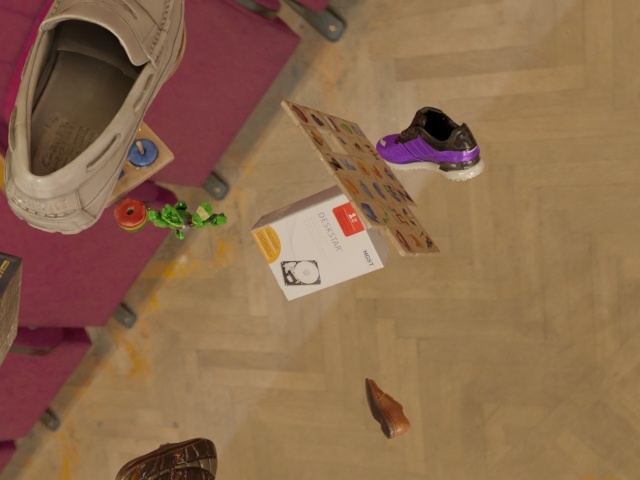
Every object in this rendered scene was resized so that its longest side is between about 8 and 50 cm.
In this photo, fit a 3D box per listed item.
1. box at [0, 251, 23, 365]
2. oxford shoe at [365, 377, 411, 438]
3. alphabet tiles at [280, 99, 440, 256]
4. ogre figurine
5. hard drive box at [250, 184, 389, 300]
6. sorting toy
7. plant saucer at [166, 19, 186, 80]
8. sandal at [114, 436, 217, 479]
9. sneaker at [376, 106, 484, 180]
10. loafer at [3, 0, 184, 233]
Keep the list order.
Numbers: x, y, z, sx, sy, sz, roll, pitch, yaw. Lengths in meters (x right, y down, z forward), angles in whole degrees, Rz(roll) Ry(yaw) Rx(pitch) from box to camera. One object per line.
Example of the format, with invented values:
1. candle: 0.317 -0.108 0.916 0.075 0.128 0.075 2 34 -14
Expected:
1. box: -0.643 0.166 1.361 0.059 0.183 0.233 14 127 -10
2. oxford shoe: 0.177 0.446 1.889 0.212 0.076 0.076 -124 28 -53
3. alphabet tiles: 0.064 -0.076 0.903 0.009 0.198 0.237 -41 70 23
4. ogre figurine: -0.352 -0.054 1.783 0.118 0.197 0.097 -14 95 64
5. hard drive box: 0.000 0.000 1.477 0.232 0.089 0.181 -22 106 22
6. sorting toy: -0.322 -0.147 1.067 0.132 0.046 0.274 -39 73 -16
7. plant saucer: -0.300 -0.355 1.191 0.036 0.198 0.198 14 103 41
8. sandal: -0.227 0.338 1.030 0.060 0.219 0.090 6 89 31
9. sneaker: 0.230 -0.232 1.556 0.293 0.102 0.146 18 140 47
10. loafer: -0.182 -0.161 0.599 0.112 0.111 0.319 13 68 -11
